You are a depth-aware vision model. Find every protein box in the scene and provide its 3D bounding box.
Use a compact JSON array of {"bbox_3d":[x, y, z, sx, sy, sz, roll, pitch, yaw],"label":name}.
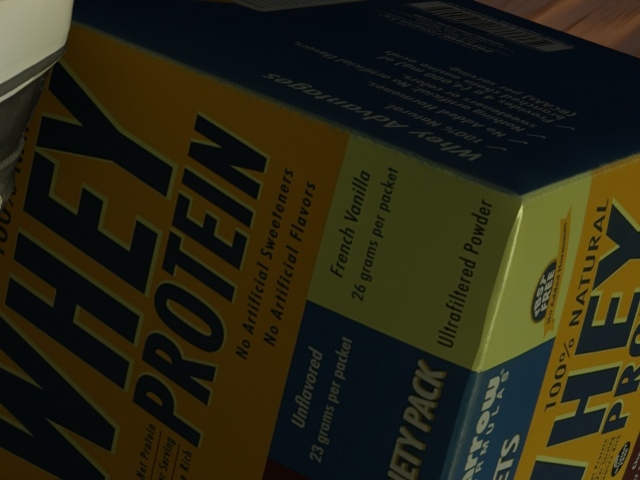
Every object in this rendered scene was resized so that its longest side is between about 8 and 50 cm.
[{"bbox_3d":[0.000,0.000,0.574,0.201,0.200,0.136,-19,127,-58],"label":"protein box"}]

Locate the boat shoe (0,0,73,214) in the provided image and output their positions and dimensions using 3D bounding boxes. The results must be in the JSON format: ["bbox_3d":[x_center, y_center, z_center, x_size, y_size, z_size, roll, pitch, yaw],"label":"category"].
[{"bbox_3d":[-0.161,-0.002,0.373,0.301,0.108,0.102,-34,144,-56],"label":"boat shoe"}]
